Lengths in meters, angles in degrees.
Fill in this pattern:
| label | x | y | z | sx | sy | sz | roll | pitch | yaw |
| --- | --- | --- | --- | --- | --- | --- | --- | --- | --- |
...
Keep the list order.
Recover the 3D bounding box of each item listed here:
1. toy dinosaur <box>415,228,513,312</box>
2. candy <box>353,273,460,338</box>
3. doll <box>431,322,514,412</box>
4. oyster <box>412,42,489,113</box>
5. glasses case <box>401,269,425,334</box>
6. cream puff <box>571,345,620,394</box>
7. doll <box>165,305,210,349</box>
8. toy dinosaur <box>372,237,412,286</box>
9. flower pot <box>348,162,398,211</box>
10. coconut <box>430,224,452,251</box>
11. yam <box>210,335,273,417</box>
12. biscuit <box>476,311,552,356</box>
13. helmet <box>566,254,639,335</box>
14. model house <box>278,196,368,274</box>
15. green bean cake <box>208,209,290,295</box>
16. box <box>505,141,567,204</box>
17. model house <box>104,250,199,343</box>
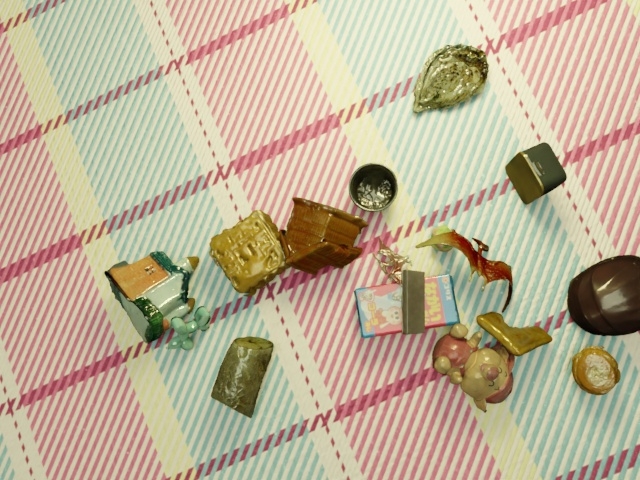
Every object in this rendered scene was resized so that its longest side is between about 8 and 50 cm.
| label | x | y | z | sx | sy | sz | roll | pitch | yaw |
| --- | --- | --- | --- | --- | --- | --- | --- | --- | --- |
| toy dinosaur | 0.453 | 0.081 | 1.669 | 0.327 | 0.113 | 0.206 | 14 | 47 | -29 |
| candy | 0.268 | 0.206 | 1.719 | 0.306 | 0.100 | 0.157 | -10 | 81 | 7 |
| doll | 0.462 | 0.375 | 1.638 | 0.256 | 0.152 | 0.196 | 34 | 103 | -1 |
| oyster | 0.414 | -0.531 | 1.788 | 0.268 | 0.112 | 0.198 | -14 | 103 | -2 |
| glasses case | 0.275 | 0.183 | 1.640 | 0.072 | 0.042 | 0.190 | 6 | 82 | -34 |
| cream puff | 0.809 | 0.384 | 1.622 | 0.126 | 0.103 | 0.143 | -18 | 81 | 19 |
| doll | -0.432 | 0.297 | 1.785 | 0.159 | 0.158 | 0.059 | -26 | 53 | -24 |
| toy dinosaur | 0.230 | 0.067 | 1.731 | 0.108 | 0.032 | 0.220 | -16 | 45 | -4 |
| flower pot | 0.171 | -0.164 | 1.771 | 0.158 | 0.107 | 0.157 | 0 | 86 | 7 |
| coconut | 0.385 | -0.003 | 1.736 | 0.081 | 0.082 | 0.083 | -22 | 104 | -1 |
| yam | -0.251 | 0.430 | 1.742 | 0.154 | 0.154 | 0.254 | 19 | 89 | 9 |
| biscuit | 0.585 | 0.271 | 1.671 | 0.183 | 0.174 | 0.039 | 41 | 133 | 38 |
| helmet | 0.887 | 0.156 | 1.602 | 0.305 | 0.177 | 0.225 | -29 | 79 | 5 |
| model house | 0.001 | -0.002 | 1.738 | 0.220 | 0.199 | 0.229 | 20 | 87 | 43 |
| green bean cake | -0.224 | 0.041 | 1.787 | 0.224 | 0.131 | 0.229 | -34 | 80 | 4 |
| box | 0.651 | -0.203 | 1.663 | 0.090 | 0.201 | 0.144 | -26 | 80 | 0 |
| model house | -0.516 | 0.153 | 1.818 | 0.291 | 0.184 | 0.253 | -35 | 68 | -26 |
